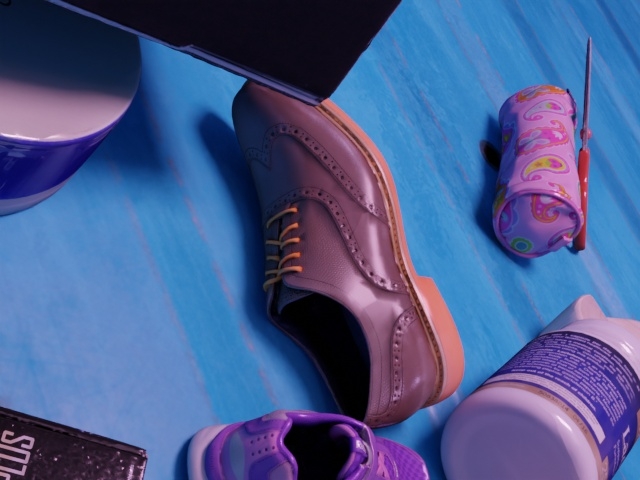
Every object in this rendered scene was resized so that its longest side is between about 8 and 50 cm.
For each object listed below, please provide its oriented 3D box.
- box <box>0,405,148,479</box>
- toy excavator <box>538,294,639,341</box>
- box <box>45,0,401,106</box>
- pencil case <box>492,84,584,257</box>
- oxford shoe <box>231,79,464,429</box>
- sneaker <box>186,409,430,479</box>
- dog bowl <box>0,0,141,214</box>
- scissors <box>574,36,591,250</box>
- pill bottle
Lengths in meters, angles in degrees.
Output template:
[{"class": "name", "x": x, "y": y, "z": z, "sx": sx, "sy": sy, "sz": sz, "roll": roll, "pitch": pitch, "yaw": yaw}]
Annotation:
[{"class": "box", "x": -0.189, "y": 0.188, "z": 0.495, "sx": 0.147, "sy": 0.077, "sz": 0.180, "roll": 21, "pitch": 46, "yaw": -17}, {"class": "toy excavator", "x": 0.522, "y": 0.217, "z": 1.199, "sx": 0.445, "sy": 0.222, "sz": 0.433, "roll": 46, "pitch": 35, "yaw": 14}, {"class": "box", "x": -0.180, "y": -0.397, "z": 0.669, "sx": 0.480, "sy": 0.297, "sz": 0.472, "roll": 10, "pitch": 33, "yaw": -53}, {"class": "pencil case", "x": 0.302, "y": -0.103, "z": 1.251, "sx": 0.124, "sy": 0.124, "sz": 0.284, "roll": 40, "pitch": 36, "yaw": -17}, {"class": "oxford shoe", "x": 0.000, "y": 0.000, "z": 0.841, "sx": 0.133, "sy": 0.130, "sz": 0.363, "roll": -19, "pitch": 74, "yaw": -44}, {"class": "sneaker", "x": 0.015, "y": 0.183, "z": 0.724, "sx": 0.236, "sy": 0.104, "sz": 0.095, "roll": 18, "pitch": 48, "yaw": -39}, {"class": "dog bowl", "x": -0.273, "y": -0.156, "z": 0.684, "sx": 0.265, "sy": 0.104, "sz": 0.265, "roll": 28, "pitch": 43, "yaw": -30}, {"class": "scissors", "x": 0.379, "y": -0.131, "z": 1.294, "sx": 0.109, "sy": 0.021, "sz": 0.297, "roll": -56, "pitch": 147, "yaw": -59}, {"class": "pill bottle", "x": 0.246, "y": 0.179, "z": 0.934, "sx": 0.265, "sy": 0.153, "sz": 0.153, "roll": -25, "pitch": 80, "yaw": -52}]
